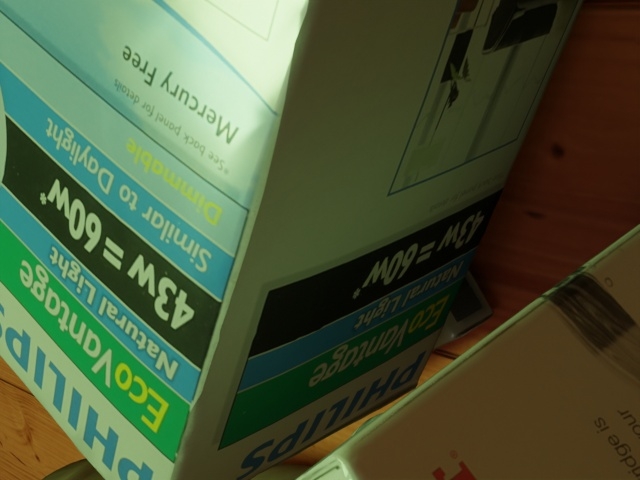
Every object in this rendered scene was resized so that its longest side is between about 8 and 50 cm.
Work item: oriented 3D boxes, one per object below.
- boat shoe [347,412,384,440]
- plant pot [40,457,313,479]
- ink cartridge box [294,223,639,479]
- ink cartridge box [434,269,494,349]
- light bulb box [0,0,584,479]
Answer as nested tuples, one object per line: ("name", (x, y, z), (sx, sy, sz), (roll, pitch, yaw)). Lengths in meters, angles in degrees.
("boat shoe", (0.095, 0.220, 0.822), (0.227, 0.079, 0.081), (52, 161, 16))
("plant pot", (-0.081, 0.313, 0.961), (0.280, 0.323, 0.323), (-25, 95, 40))
("ink cartridge box", (0.151, 0.120, 0.484), (0.223, 0.307, 0.129), (54, 145, 8))
("ink cartridge box", (0.000, 0.000, 0.816), (0.208, 0.045, 0.206), (60, 145, 4))
("light bulb box", (-0.082, -0.112, 0.632), (0.358, 0.225, 0.361), (39, 129, 28))
